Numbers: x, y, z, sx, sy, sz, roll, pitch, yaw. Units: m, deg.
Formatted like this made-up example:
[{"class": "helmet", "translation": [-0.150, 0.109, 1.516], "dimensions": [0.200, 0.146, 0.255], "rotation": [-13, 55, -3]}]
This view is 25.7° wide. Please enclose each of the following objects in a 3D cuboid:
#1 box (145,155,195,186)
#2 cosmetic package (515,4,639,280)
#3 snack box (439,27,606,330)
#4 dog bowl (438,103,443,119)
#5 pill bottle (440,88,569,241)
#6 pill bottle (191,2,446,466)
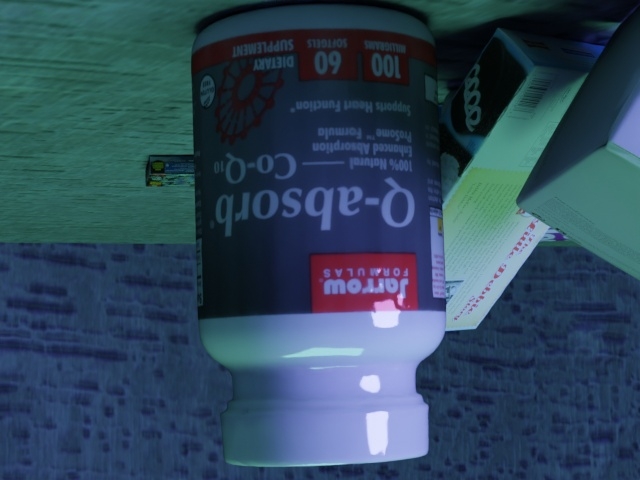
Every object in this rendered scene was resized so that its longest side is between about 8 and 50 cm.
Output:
[{"class": "box", "translation": [-0.195, -0.095, 1.954], "dimensions": [0.094, 0.027, 0.137], "rotation": [0, 175, -9]}, {"class": "cosmetic package", "translation": [0.275, -0.088, 1.026], "dimensions": [0.155, 0.197, 0.365], "rotation": [31, 177, 1]}, {"class": "snack box", "translation": [0.153, -0.044, 1.308], "dimensions": [0.187, 0.060, 0.322], "rotation": [0, 131, -45]}, {"class": "dog bowl", "translation": [0.076, -0.076, 1.579], "dimensions": [0.297, 0.165, 0.074], "rotation": [0, -173, -20]}, {"class": "pill bottle", "translation": [0.283, -0.084, 1.456], "dimensions": [0.302, 0.169, 0.169], "rotation": [-3, 175, 13]}, {"class": "pill bottle", "translation": [0.000, 0.000, 1.178], "dimensions": [0.210, 0.362, 0.210], "rotation": [-2, 175, 0]}]
